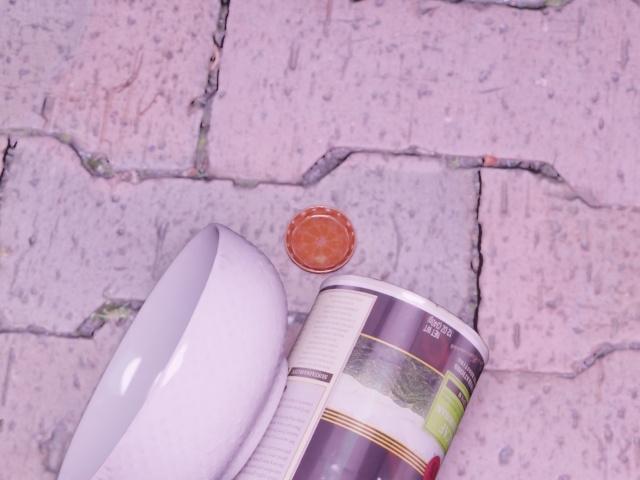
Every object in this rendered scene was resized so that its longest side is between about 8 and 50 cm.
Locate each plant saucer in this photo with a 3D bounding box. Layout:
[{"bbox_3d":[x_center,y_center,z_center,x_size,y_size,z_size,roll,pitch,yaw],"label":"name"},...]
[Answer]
[{"bbox_3d":[0.000,0.000,1.903,0.083,0.013,0.083,0,69,0],"label":"plant saucer"}]

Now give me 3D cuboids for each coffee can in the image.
[{"bbox_3d":[0.034,0.203,1.722,0.201,0.201,0.275,23,70,8],"label":"coffee can"}]

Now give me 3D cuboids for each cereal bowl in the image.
[{"bbox_3d":[-0.133,0.158,1.685,0.141,0.339,0.339,31,70,-11],"label":"cereal bowl"}]

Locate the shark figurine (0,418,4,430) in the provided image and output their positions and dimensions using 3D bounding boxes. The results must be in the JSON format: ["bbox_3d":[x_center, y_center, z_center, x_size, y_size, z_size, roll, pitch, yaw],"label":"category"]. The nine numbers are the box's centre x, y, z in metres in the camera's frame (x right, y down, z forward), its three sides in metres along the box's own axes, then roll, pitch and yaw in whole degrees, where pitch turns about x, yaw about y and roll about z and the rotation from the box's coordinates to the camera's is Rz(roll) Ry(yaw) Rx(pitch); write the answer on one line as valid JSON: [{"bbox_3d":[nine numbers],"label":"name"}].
[{"bbox_3d":[-0.483,0.166,1.783,0.166,0.116,0.278,-41,72,-14],"label":"shark figurine"}]
